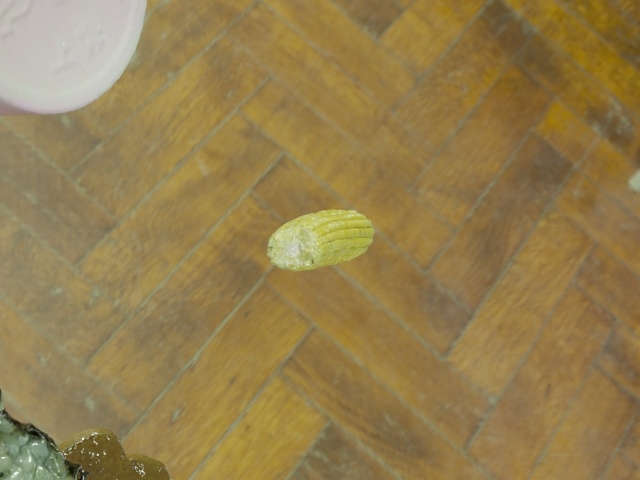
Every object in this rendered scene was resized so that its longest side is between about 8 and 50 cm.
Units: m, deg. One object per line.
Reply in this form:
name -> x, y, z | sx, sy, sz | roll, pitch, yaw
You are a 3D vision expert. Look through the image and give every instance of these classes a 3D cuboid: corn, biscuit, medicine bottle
corn -> 0.000, 0.000, 1.308 | 0.085, 0.165, 0.063 | 7, 97, 19
biscuit -> -0.313, 0.415, 1.785 | 0.208, 0.041, 0.290 | -24, 107, -19
medicine bottle -> -0.317, -0.194, 0.896 | 0.212, 0.325, 0.212 | -10, 102, -55

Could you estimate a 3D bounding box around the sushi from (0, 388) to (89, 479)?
sushi -> -0.241, 0.158, 0.722 | 0.212, 0.115, 0.147 | 54, 41, -42
